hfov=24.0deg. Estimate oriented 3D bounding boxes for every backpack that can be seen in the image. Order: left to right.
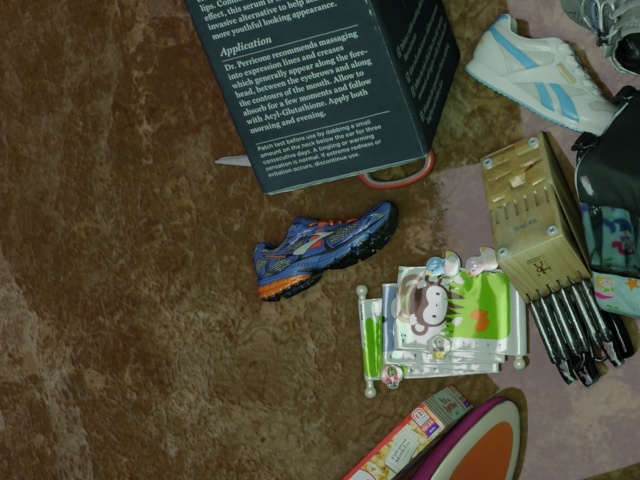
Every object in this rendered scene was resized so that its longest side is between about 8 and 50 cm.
[{"bbox_3d":[0.399,-0.027,1.700,0.191,0.225,0.253,20,141,30],"label":"backpack"}]

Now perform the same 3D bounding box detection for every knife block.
[{"bbox_3d":[0.298,0.036,1.851,0.088,0.242,0.276,-24,41,19],"label":"knife block"}]

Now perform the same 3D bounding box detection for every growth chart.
[{"bbox_3d":[0.155,0.102,1.930,0.237,0.021,0.172,-11,89,19],"label":"growth chart"}]

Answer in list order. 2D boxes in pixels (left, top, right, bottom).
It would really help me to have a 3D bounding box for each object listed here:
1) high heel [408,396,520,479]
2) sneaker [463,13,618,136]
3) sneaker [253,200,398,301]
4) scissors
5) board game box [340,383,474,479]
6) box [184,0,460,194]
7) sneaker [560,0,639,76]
[{"bbox_3d":[0.108,0.341,1.930,0.377,0.127,0.181,-54,31,-3],"label":"high heel"},{"bbox_3d":[0.291,-0.192,1.826,0.228,0.087,0.092,30,101,13],"label":"sneaker"},{"bbox_3d":[0.000,0.000,1.948,0.221,0.083,0.087,-27,79,17],"label":"sneaker"},{"bbox_3d":[0.004,-0.097,1.968,0.297,0.021,0.109,-15,90,19],"label":"scissors"},{"bbox_3d":[0.097,0.270,1.895,0.193,0.147,0.045,-46,79,16],"label":"board game box"},{"bbox_3d":[-0.010,-0.304,1.742,0.212,0.293,0.395,-12,115,20],"label":"box"},{"bbox_3d":[0.354,-0.250,1.721,0.115,0.281,0.105,-30,123,-17],"label":"sneaker"}]
